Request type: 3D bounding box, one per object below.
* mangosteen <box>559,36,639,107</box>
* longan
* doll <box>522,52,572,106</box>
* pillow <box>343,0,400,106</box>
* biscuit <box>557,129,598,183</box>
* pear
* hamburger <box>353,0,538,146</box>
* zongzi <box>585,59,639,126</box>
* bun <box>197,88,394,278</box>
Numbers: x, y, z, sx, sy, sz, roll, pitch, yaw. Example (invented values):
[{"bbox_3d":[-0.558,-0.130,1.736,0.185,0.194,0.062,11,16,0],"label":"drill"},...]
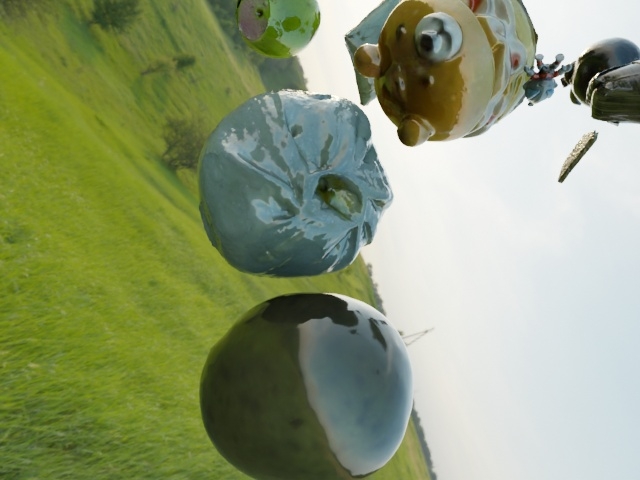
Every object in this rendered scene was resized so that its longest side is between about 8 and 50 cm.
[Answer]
[{"bbox_3d":[0.916,-0.542,1.556,0.265,0.228,0.228,16,-51,62],"label":"mangosteen"},{"bbox_3d":[-0.021,0.243,0.800,0.361,0.361,0.360,-18,90,-86],"label":"longan"},{"bbox_3d":[0.332,-0.234,0.708,0.114,0.057,0.039,66,0,-65],"label":"doll"},{"bbox_3d":[0.153,-0.488,1.232,0.075,0.185,0.302,45,-3,21],"label":"pillow"},{"bbox_3d":[0.943,-0.324,1.728,0.131,0.026,0.237,-58,167,-32],"label":"biscuit"},{"bbox_3d":[-0.086,-0.510,1.085,0.220,0.187,0.187,-21,94,-49],"label":"pear"},{"bbox_3d":[0.202,-0.299,0.813,0.276,0.237,0.276,42,-33,37],"label":"hamburger"},{"bbox_3d":[0.816,-0.291,1.089,0.154,0.289,0.317,59,16,-59],"label":"zongzi"},{"bbox_3d":[-0.033,-0.077,0.793,0.194,0.354,0.354,33,-31,54],"label":"bun"}]
